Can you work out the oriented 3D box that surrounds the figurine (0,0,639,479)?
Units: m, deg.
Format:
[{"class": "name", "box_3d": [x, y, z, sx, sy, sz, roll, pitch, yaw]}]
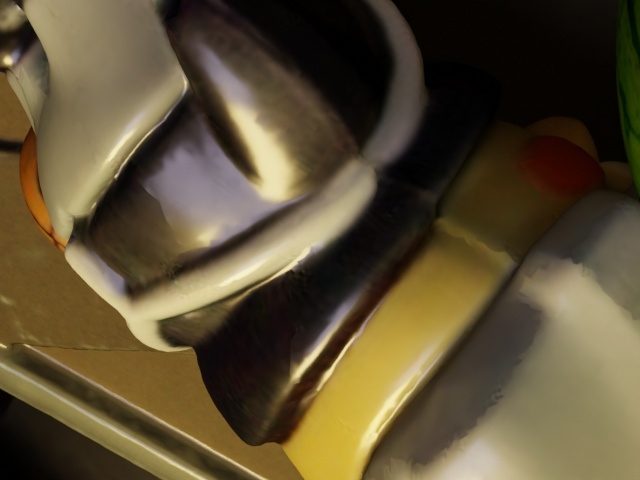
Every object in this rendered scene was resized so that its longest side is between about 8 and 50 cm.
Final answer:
[{"class": "figurine", "box_3d": [0.000, 0.000, 0.478, 0.236, 0.133, 0.176, 38, 163, 1]}]

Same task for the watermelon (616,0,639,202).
[{"class": "watermelon", "box_3d": [0.143, -0.038, 0.385, 0.204, 0.232, 0.127, 47, 148, -18]}]

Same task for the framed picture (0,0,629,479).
[{"class": "framed picture", "box_3d": [0.061, 0.008, 0.569, 0.446, 0.028, 0.326, 30, 132, -2]}]
